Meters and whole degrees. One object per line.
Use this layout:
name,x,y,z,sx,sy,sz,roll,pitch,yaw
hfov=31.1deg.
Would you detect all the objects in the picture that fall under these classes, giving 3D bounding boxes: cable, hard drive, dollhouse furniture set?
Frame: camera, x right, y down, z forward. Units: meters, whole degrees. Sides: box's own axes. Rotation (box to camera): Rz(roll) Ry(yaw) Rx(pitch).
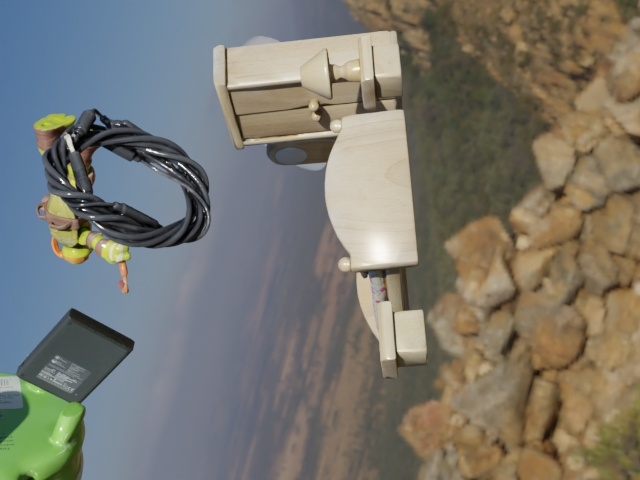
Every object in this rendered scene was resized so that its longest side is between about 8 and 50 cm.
cable,-0.197,-0.059,1.209,0.047,0.184,0.150,-50,6,39
hard drive,-0.311,0.150,1.460,0.135,0.094,0.022,-43,27,31
dollhouse furniture set,0.000,0.000,1.047,0.303,0.174,0.355,76,-170,-62

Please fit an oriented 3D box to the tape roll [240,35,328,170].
tape roll,-0.054,-0.207,1.753,0.072,0.219,0.219,-49,-2,-17

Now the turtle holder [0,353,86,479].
turtle holder,-0.406,0.308,1.478,0.243,0.320,0.227,-16,-58,-46

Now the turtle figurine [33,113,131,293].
turtle figurine,-0.338,-0.054,1.535,0.269,0.087,0.217,39,137,46
